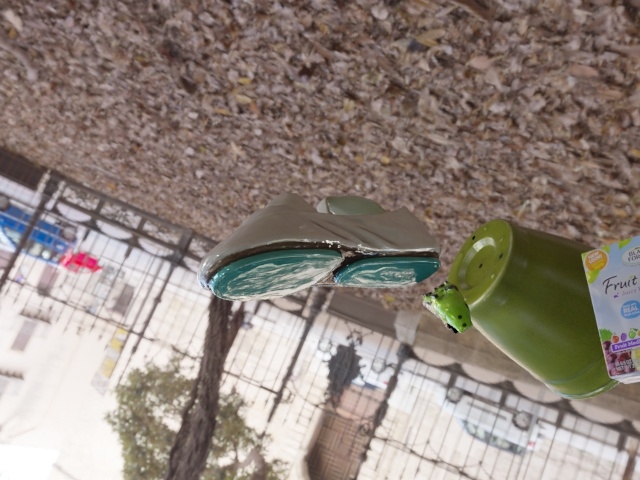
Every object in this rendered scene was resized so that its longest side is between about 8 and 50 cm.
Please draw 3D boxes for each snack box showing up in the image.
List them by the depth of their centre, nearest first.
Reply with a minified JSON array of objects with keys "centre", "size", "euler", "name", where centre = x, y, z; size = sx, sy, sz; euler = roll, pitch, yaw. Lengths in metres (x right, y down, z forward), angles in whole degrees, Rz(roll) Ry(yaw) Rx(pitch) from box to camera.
[{"centre":[0.506,0.093,0.922],"size":[0.174,0.207,0.070],"euler":[-26,142,38],"name":"snack box"}]

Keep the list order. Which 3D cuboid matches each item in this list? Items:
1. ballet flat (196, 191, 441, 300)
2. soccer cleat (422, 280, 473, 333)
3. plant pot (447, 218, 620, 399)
[{"centre":[0.000,0.000,0.811],"size":[0.400,0.139,0.139],"euler":[0,-173,-42],"name":"ballet flat"},{"centre":[0.197,0.105,0.949],"size":[0.072,0.060,0.179],"euler":[59,-174,4],"name":"soccer cleat"},{"centre":[0.499,0.128,1.435],"size":[0.353,0.366,0.366],"euler":[27,168,-13],"name":"plant pot"}]
